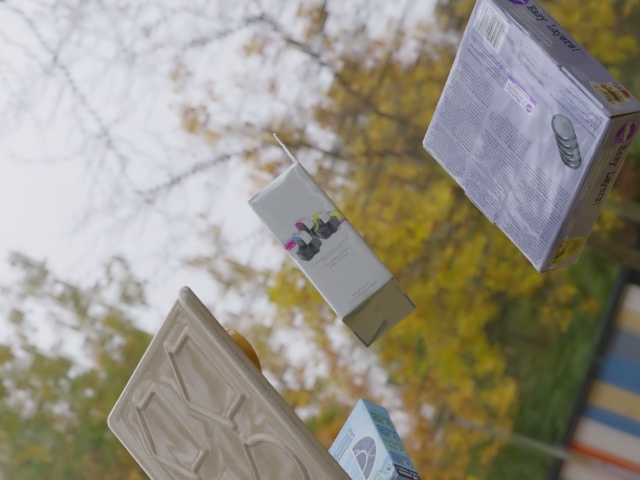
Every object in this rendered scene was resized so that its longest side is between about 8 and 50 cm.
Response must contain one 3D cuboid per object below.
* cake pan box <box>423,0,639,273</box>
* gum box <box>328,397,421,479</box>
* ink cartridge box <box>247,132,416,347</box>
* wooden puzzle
[{"bbox_3d":[0.243,-0.136,2.146,0.070,0.267,0.246,-13,-43,-35],"label":"cake pan box"},{"bbox_3d":[0.047,0.301,2.170,0.157,0.041,0.184,-60,24,16],"label":"gum box"},{"bbox_3d":[0.000,0.000,1.615,0.061,0.181,0.104,-39,-23,0],"label":"ink cartridge box"},{"bbox_3d":[-0.101,0.252,2.202,0.080,0.322,0.348,-29,-20,-37],"label":"wooden puzzle"}]
